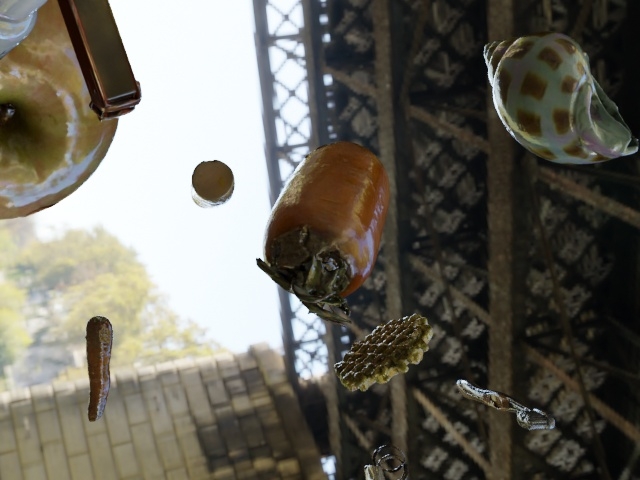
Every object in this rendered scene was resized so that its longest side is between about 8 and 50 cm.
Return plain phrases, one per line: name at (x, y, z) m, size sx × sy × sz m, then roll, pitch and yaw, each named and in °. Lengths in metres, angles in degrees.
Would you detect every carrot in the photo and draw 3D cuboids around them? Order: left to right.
carrot at (-0.373, 0.217, 1.618) m, size 0.047 × 0.047 × 0.191 m, roll -137°, pitch -131°, yaw -60°
carrot at (0.000, 0.000, 1.626) m, size 0.214 × 0.193 × 0.331 m, roll -54°, pitch -168°, yaw 35°

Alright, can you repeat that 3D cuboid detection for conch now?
conch at (0.444, -0.279, 1.844) m, size 0.197 × 0.249 × 0.368 m, roll -39°, pitch -128°, yaw 37°

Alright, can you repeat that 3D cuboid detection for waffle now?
waffle at (0.108, 0.186, 1.613) m, size 0.038 × 0.191 × 0.191 m, roll 59°, pitch -15°, yaw -13°

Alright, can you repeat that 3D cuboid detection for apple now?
apple at (-0.502, -0.238, 1.498) m, size 0.346 × 0.391 × 0.391 m, roll -130°, pitch -146°, yaw -48°

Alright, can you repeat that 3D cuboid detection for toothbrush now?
toothbrush at (0.210, 0.191, 1.143) m, size 0.321 × 0.031 × 0.023 m, roll 165°, pitch -72°, yaw -84°

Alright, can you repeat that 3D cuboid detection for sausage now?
sausage at (-0.161, -0.078, 1.419) m, size 0.301 × 0.066 × 0.065 m, roll -170°, pitch -111°, yaw -83°

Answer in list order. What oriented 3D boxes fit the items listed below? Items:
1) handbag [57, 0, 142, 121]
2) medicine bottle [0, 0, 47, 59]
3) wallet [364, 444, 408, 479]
handbag at (-0.270, -0.243, 1.160) m, size 0.127 × 0.063 × 0.190 m, roll 173°, pitch -101°, yaw -74°
medicine bottle at (-0.360, -0.210, 0.966) m, size 0.260 × 0.095 × 0.095 m, roll -25°, pitch -105°, yaw 40°
wallet at (0.125, 0.506, 1.416) m, size 0.275 × 0.068 × 0.335 m, roll -73°, pitch 148°, yaw -70°
